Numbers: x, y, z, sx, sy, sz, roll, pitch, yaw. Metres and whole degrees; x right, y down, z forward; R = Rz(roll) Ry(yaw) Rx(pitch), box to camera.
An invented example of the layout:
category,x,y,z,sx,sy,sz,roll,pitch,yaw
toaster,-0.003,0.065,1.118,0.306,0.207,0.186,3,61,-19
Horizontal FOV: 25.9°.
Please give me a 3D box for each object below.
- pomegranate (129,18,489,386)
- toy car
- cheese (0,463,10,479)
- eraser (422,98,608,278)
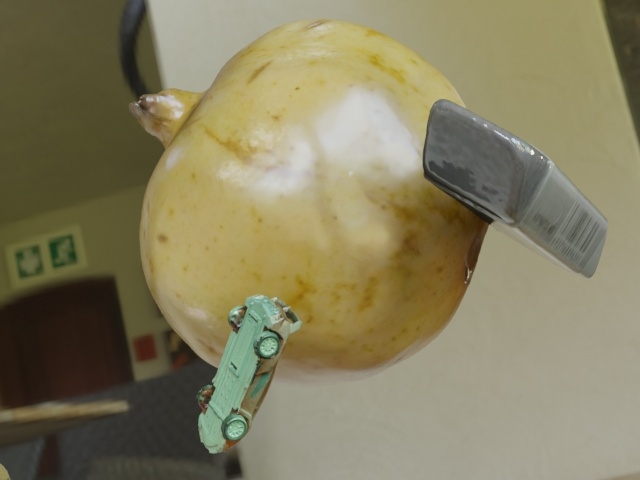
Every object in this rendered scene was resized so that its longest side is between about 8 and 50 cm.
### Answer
category,x,y,z,sx,sy,sz,roll,pitch,yaw
pomegranate,-0.016,-0.043,1.235,0.342,0.343,0.342,-12,-11,-2
toy car,-0.056,0.100,1.029,0.035,0.122,0.059,13,13,-31
cheese,-0.276,0.285,1.325,0.064,0.250,0.156,-33,-7,-6
eraser,0.159,-0.032,1.091,0.061,0.089,0.352,-59,-24,3
